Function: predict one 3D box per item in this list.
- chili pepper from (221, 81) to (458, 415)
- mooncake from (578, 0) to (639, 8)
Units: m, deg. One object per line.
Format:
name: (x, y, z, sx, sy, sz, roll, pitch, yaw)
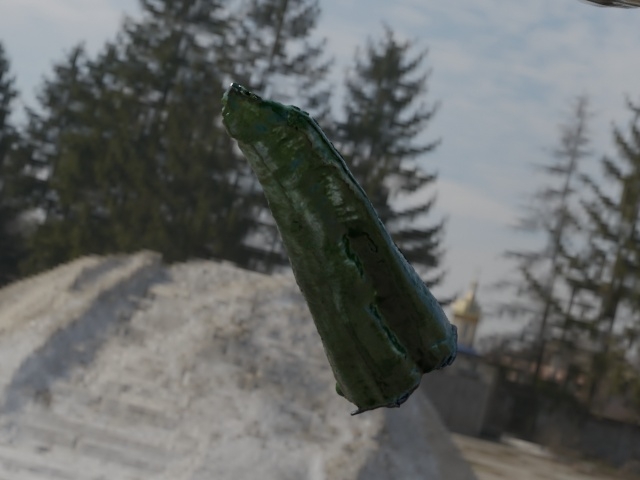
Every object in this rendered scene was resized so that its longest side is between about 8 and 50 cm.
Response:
chili pepper: (0.000, 0.000, 0.834, 0.227, 0.088, 0.059, 58, -9, -28)
mooncake: (0.221, -0.277, 0.660, 0.379, 0.378, 0.201, 15, -1, -16)
